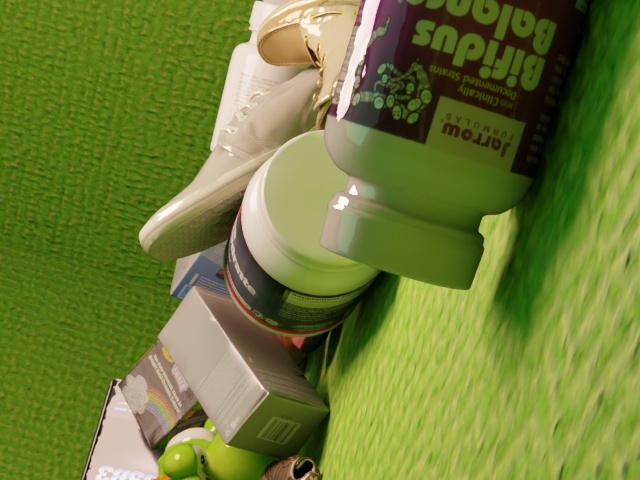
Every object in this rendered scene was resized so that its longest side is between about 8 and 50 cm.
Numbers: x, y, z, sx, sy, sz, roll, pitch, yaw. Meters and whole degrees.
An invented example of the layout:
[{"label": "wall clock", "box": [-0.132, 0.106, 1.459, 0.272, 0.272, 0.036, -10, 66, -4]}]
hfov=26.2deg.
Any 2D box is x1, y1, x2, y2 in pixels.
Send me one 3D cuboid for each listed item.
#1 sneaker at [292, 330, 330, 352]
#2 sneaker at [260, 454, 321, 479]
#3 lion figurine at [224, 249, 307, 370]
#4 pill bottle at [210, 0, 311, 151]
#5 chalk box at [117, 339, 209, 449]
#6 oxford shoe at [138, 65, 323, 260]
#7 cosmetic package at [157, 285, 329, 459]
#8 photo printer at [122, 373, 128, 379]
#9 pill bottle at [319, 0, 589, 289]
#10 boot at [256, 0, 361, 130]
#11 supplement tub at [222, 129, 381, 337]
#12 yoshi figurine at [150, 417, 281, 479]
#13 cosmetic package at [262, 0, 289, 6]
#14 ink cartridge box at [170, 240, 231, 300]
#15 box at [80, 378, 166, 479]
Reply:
[{"label": "sneaker", "box": [-0.022, 0.021, 1.999, 0.116, 0.136, 0.313, 113, 171, -57]}, {"label": "sneaker", "box": [-0.026, 0.301, 1.722, 0.071, 0.066, 0.188, -57, 12, 2]}, {"label": "lion figurine", "box": [-0.069, 0.139, 2.159, 0.392, 0.142, 0.240, 66, -173, -68]}, {"label": "pill bottle", "box": [-0.072, -0.223, 1.990, 0.131, 0.131, 0.229, -113, 37, -81]}, {"label": "chalk box", "box": [-0.196, 0.216, 2.190, 0.213, 0.132, 0.132, -45, 65, 34]}, {"label": "oxford shoe", "box": [-0.074, -0.128, 1.843, 0.449, 0.130, 0.169, -38, -9, -22]}, {"label": "cosmetic package", "box": [-0.107, 0.177, 1.846, 0.107, 0.127, 0.238, -52, 46, 16]}, {"label": "photo printer", "box": [-0.228, 0.257, 2.528, 0.256, 0.308, 0.107, 123, 126, -72]}, {"label": "pill bottle", "box": [0.100, -0.122, 1.060, 0.169, 0.169, 0.301, -124, 50, -83]}, {"label": "boot", "box": [0.012, -0.215, 1.735, 0.095, 0.262, 0.203, 54, -138, -43]}, {"label": "supplement tub", "box": [-0.011, -0.004, 1.687, 0.272, 0.191, 0.191, 119, 166, -66]}, {"label": "yoshi figurine", "box": [-0.113, 0.316, 1.981, 0.203, 0.203, 0.362, -51, -8, 4]}, {"label": "cosmetic package", "box": [-0.005, -0.370, 2.475, 0.224, 0.225, 0.138, -114, 41, -82]}, {"label": "ink cartridge box", "box": [-0.121, -0.070, 2.437, 0.395, 0.151, 0.270, 128, 155, -55]}, {"label": "box", "box": [-0.242, 0.395, 2.278, 0.073, 0.296, 0.293, 87, -164, -60]}]
